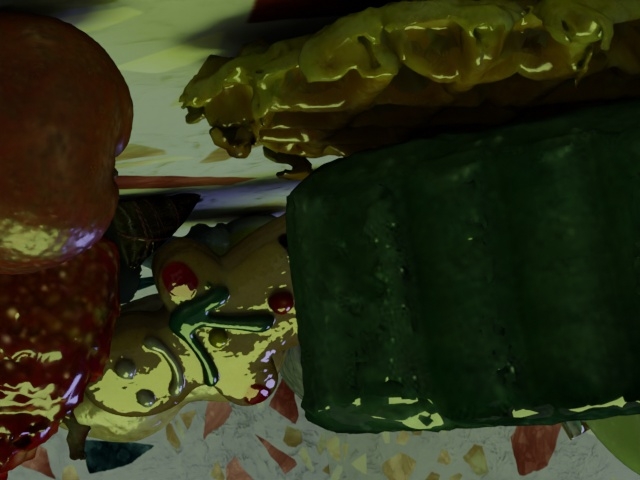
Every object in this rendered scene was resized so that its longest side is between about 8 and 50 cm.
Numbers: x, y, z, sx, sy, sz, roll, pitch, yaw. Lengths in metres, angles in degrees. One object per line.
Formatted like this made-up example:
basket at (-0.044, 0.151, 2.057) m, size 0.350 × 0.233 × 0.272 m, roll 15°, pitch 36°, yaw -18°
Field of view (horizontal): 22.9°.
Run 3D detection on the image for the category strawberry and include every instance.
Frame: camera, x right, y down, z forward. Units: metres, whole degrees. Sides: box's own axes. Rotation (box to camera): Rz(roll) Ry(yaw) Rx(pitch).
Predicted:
strawberry at (-0.320, 0.115, 1.337) m, size 0.343 × 0.292 × 0.292 m, roll -7°, pitch 174°, yaw 30°

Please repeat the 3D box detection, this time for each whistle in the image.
whistle at (-0.100, 0.015, 1.575) m, size 0.223 × 0.123 × 0.123 m, roll 16°, pitch 166°, yaw -17°

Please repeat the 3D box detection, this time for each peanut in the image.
peanut at (-0.156, 0.118, 1.514) m, size 0.253 × 0.137 × 0.122 m, roll -17°, pitch -143°, yaw -4°

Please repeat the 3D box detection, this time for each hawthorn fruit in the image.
hawthorn fruit at (-0.164, -0.052, 0.764) m, size 0.138 × 0.133 × 0.133 m, roll 15°, pitch 162°, yaw -30°

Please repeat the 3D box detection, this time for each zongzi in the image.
zongzi at (-0.151, -0.013, 1.404) m, size 0.083 × 0.067 × 0.073 m, roll -23°, pitch 173°, yaw -24°

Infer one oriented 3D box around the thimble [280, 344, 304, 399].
thimble at (0.057, 0.140, 2.284) m, size 0.245 × 0.217 × 0.157 m, roll -22°, pitch -178°, yaw -18°

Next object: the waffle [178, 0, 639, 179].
waffle at (0.087, -0.091, 0.917) m, size 0.302 × 0.068 × 0.325 m, roll -12°, pitch 171°, yaw 32°

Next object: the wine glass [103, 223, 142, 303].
wine glass at (-0.271, 0.036, 1.502) m, size 0.202 × 0.093 × 0.093 m, roll -11°, pitch 172°, yaw 31°

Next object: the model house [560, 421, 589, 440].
model house at (0.263, 0.050, 1.616) m, size 0.178 × 0.271 × 0.206 m, roll -31°, pitch -160°, yaw -19°

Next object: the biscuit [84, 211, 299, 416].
biscuit at (-0.076, 0.071, 1.409) m, size 0.301 × 0.197 × 0.049 m, roll -26°, pitch -146°, yaw 1°

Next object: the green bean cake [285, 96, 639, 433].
green bean cake at (0.152, 0.018, 0.935) m, size 0.300 × 0.169 × 0.308 m, roll -8°, pitch 174°, yaw 12°

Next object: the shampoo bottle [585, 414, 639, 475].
shampoo bottle at (0.365, 0.042, 1.261) m, size 0.317 × 0.322 × 0.322 m, roll -13°, pitch 177°, yaw -30°
